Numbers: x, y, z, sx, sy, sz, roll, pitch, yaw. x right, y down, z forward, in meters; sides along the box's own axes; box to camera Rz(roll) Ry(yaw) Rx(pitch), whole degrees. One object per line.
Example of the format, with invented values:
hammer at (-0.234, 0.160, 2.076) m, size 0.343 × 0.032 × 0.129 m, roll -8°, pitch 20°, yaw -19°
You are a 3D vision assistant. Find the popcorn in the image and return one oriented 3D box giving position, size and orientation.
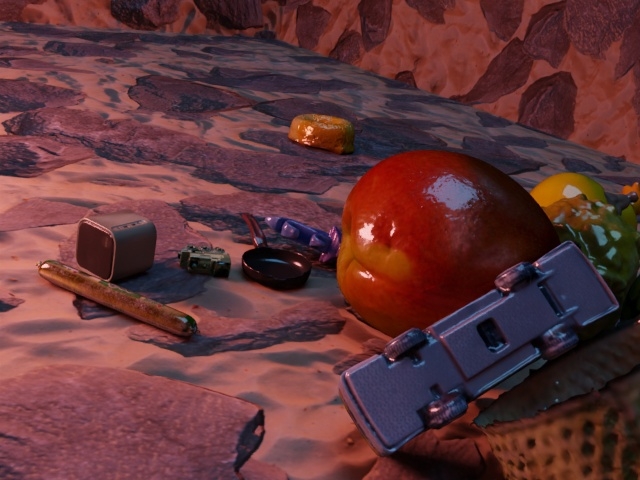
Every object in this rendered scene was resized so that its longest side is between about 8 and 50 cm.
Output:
popcorn at (0.402, 0.041, 1.218) m, size 0.266 × 0.192 × 0.233 m, roll -37°, pitch 56°, yaw -5°

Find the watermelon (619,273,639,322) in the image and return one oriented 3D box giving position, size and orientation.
watermelon at (0.555, 0.131, 0.993) m, size 0.285 × 0.285 × 0.285 m, roll 11°, pitch 22°, yaw -4°

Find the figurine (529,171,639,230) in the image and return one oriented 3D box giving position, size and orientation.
figurine at (0.526, -0.030, 1.459) m, size 0.343 × 0.215 × 0.187 m, roll -9°, pitch 3°, yaw -40°

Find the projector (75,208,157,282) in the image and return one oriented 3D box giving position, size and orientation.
projector at (-0.301, 0.006, 1.092) m, size 0.083 × 0.083 × 0.082 m, roll 25°, pitch 24°, yaw 27°

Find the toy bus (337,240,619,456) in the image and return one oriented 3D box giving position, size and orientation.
toy bus at (0.171, 0.125, 0.840) m, size 0.329 × 0.136 × 0.109 m, roll -27°, pitch 75°, yaw -18°

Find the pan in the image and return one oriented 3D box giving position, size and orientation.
pan at (-0.093, 0.019, 1.233) m, size 0.114 × 0.040 × 0.212 m, roll -1°, pitch 31°, yaw -28°

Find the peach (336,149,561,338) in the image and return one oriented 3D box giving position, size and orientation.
peach at (0.187, 0.018, 1.068) m, size 0.332 × 0.308 × 0.308 m, roll 12°, pitch 21°, yaw -15°

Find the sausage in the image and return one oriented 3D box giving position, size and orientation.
sausage at (-0.278, 0.077, 1.002) m, size 0.269 × 0.033 × 0.033 m, roll 20°, pitch 23°, yaw 16°

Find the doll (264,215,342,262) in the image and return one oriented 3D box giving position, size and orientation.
doll at (0.000, 0.000, 1.287) m, size 0.205 × 0.067 × 0.110 m, roll 21°, pitch 10°, yaw -9°

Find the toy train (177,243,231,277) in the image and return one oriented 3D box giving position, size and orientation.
toy train at (-0.182, 0.032, 1.165) m, size 0.083 × 0.033 × 0.053 m, roll 5°, pitch 26°, yaw -17°

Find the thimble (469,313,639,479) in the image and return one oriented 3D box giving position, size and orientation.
thimble at (0.304, 0.178, 0.727) m, size 0.270 × 0.270 × 0.150 m, roll -18°, pitch 78°, yaw -52°

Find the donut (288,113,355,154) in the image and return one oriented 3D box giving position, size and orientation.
donut at (0.009, -0.298, 2.020) m, size 0.190 × 0.075 × 0.174 m, roll 15°, pitch 22°, yaw 6°
